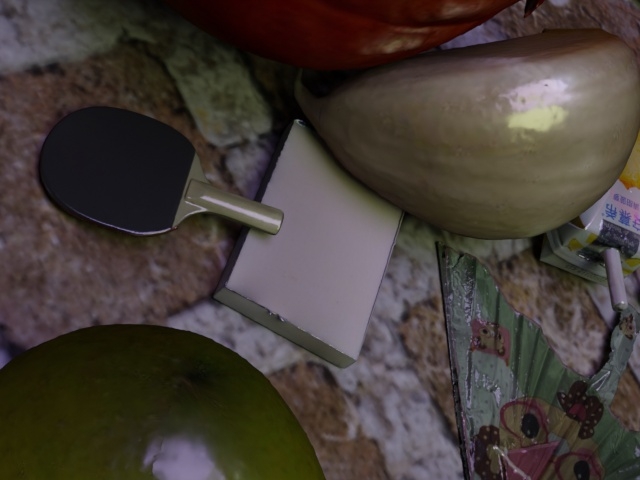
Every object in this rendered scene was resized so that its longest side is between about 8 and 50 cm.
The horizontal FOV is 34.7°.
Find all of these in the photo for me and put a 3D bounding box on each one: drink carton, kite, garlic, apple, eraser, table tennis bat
[{"bbox_3d":[0.218,-0.022,0.800,0.084,0.074,0.200,23,58,-16],"label":"drink carton"},{"bbox_3d":[0.179,0.135,0.741,0.323,0.013,0.268,47,53,-3],"label":"kite"},{"bbox_3d":[0.117,-0.084,0.716,0.244,0.145,0.164,-9,49,-20],"label":"garlic"},{"bbox_3d":[-0.086,0.134,0.479,0.196,0.196,0.157,36,16,-11],"label":"apple"},{"bbox_3d":[0.000,0.000,0.695,0.103,0.023,0.150,30,56,-14],"label":"eraser"},{"bbox_3d":[-0.098,-0.036,0.646,0.156,0.013,0.087,20,57,-9],"label":"table tennis bat"}]

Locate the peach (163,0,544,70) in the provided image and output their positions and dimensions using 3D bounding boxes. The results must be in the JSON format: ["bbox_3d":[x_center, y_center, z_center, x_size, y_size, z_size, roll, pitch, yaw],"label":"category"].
[{"bbox_3d":[0.031,-0.269,0.646,0.370,0.370,0.370,13,61,-25],"label":"peach"}]
